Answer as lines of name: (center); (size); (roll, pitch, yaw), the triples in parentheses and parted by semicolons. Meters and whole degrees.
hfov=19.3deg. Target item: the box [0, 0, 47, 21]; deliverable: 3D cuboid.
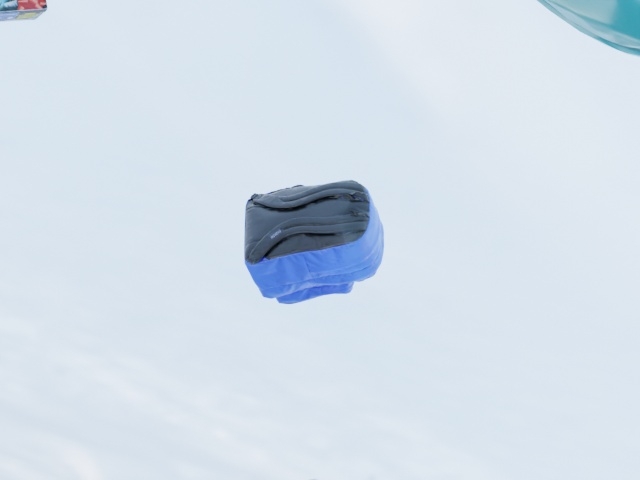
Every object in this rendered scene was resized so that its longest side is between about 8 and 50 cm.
box: (-0.243, -0.214, 1.266); (0.094, 0.137, 0.027); (-9, 173, -30)

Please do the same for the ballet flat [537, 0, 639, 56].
ballet flat: (-0.016, -0.207, 0.468); (0.400, 0.139, 0.139); (36, 158, -17)

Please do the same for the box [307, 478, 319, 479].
box: (-0.008, 0.267, 1.007); (0.149, 0.232, 0.127); (23, 137, 26)

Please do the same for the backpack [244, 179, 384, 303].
backpack: (0.000, 0.000, 1.728); (0.120, 0.098, 0.101); (-14, 139, 13)
